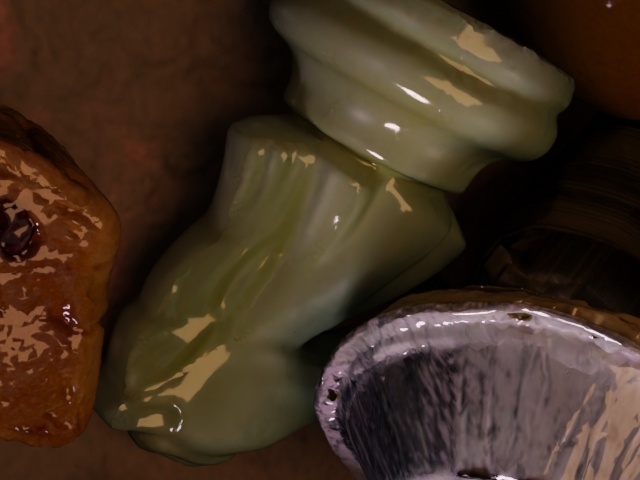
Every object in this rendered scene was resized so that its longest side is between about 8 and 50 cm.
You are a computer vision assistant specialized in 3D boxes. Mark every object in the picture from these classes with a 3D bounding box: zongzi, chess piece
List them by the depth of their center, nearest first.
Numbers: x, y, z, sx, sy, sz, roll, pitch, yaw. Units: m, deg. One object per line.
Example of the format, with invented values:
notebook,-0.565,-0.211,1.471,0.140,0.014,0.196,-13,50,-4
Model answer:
chess piece,0.000,0.000,0.689,0.176,0.176,0.298,23,102,-34
zongzi,0.162,0.060,0.826,0.286,0.134,0.288,-44,160,-43

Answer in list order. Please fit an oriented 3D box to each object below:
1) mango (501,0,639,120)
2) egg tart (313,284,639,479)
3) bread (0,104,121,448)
mango,0.172,-0.222,0.715,0.211,0.173,0.317,-39,111,-35
egg tart,0.104,0.119,0.631,0.234,0.234,0.094,50,46,-30
bread,-0.183,0.004,0.558,0.149,0.158,0.143,8,102,-34
